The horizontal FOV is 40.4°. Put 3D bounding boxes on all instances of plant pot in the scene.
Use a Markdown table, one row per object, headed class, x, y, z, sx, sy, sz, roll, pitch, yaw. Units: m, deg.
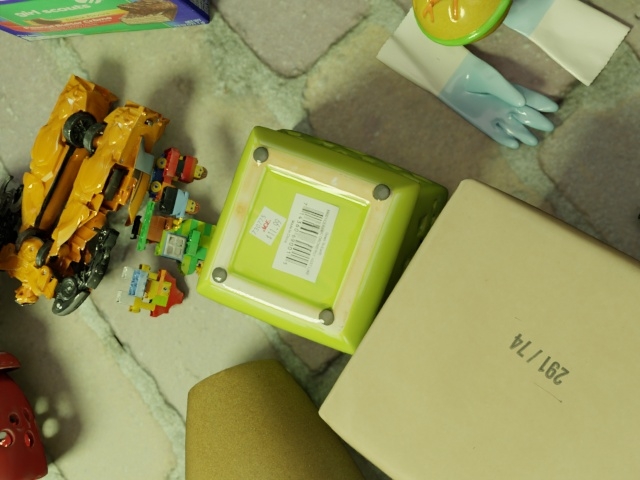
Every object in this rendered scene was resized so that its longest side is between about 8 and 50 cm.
| class | x | y | z | sx | sy | sz | roll | pitch | yaw |
| --- | --- | --- | --- | --- | --- | --- | --- | --- | --- |
| plant pot | 0.000 | 0.000 | 0.986 | 0.227 | 0.207 | 0.228 | 21 | 93 | 12 |
| plant pot | -0.061 | 0.277 | 1.006 | 0.237 | 0.237 | 0.254 | -26 | 69 | 10 |
| plant pot | -0.454 | 0.236 | 1.088 | 0.191 | 0.191 | 0.174 | -16 | 84 | 11 |

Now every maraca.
| class | x | y | z | sx | sy | sz | roll | pitch | yaw |
| --- | --- | --- | --- | --- | --- | --- | --- | --- | --- |
| maraca | 0.152 | -0.296 | 0.992 | 0.127 | 0.099 | 0.186 | -44 | 47 | 19 |

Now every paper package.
| class | x | y | z | sx | sy | sz | roll | pitch | yaw |
| --- | --- | --- | --- | --- | --- | --- | --- | --- | --- |
| paper package | 0.218 | 0.147 | 0.862 | 0.324 | 0.168 | 0.310 | 33 | 92 | 31 |

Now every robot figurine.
| class | x | y | z | sx | sy | sz | roll | pitch | yaw |
| --- | --- | --- | --- | --- | --- | --- | --- | --- | --- |
| robot figurine | -0.308 | -0.049 | 1.097 | 0.211 | 0.085 | 0.291 | 27 | 95 | 31 |

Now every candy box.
| class | x | y | z | sx | sy | sz | roll | pitch | yaw |
| --- | --- | --- | --- | --- | --- | --- | --- | --- | --- |
| candy box | -0.300 | -0.326 | 0.993 | 0.268 | 0.317 | 0.122 | -3 | 89 | 12 |

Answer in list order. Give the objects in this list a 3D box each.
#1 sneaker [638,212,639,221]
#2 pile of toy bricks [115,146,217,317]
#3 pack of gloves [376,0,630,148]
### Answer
| class | x | y | z | sx | sy | sz | roll | pitch | yaw |
| --- | --- | --- | --- | --- | --- | --- | --- | --- | --- |
| sneaker | 0.461 | 0.026 | 0.951 | 0.234 | 0.084 | 0.097 | 18 | 94 | 11 |
| pile of toy bricks | -0.171 | -0.006 | 1.087 | 0.105 | 0.118 | 0.212 | 16 | 81 | -27 |
| pack of gloves | 0.212 | -0.236 | 1.026 | 0.232 | 0.046 | 0.195 | 37 | 97 | 10 |
